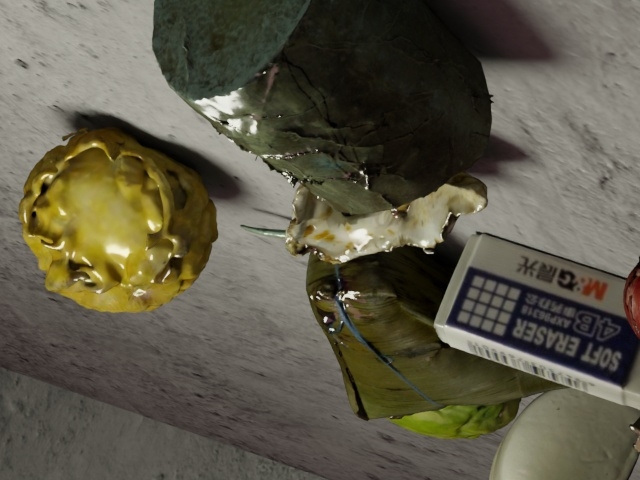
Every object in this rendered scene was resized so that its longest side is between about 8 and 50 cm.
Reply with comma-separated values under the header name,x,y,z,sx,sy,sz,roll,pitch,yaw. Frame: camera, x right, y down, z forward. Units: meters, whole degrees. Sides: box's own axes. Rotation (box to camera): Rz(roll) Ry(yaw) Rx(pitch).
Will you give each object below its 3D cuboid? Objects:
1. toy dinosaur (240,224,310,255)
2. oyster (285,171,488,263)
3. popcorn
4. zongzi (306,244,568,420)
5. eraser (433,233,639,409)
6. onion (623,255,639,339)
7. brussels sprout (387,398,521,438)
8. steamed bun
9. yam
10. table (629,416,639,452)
name,x,y,z,sx,sy,sz,roll,pitch,yaw
toy dinosaur,-0.001,0.004,2.416,0.187,0.044,0.106,2,169,43
oyster,0.056,-0.048,2.041,0.166,0.110,0.341,21,162,-10
popcorn,-0.256,-0.019,2.379,0.250,0.250,0.190,19,-162,16
zongzi,0.177,0.094,2.298,0.360,0.160,0.323,0,150,17
eraser,0.279,0.096,2.156,0.279,0.124,0.081,19,164,17
onion,0.390,0.089,1.945,0.184,0.147,0.184,11,173,1
brussels sprout,0.156,0.189,2.561,0.223,0.161,0.223,22,157,10
steamed bun,0.317,0.298,2.551,0.164,0.242,0.146,28,162,4
yam,0.005,-0.143,1.672,0.202,0.201,0.271,7,164,47
table,0.499,0.251,2.335,0.226,0.167,0.167,27,166,19
